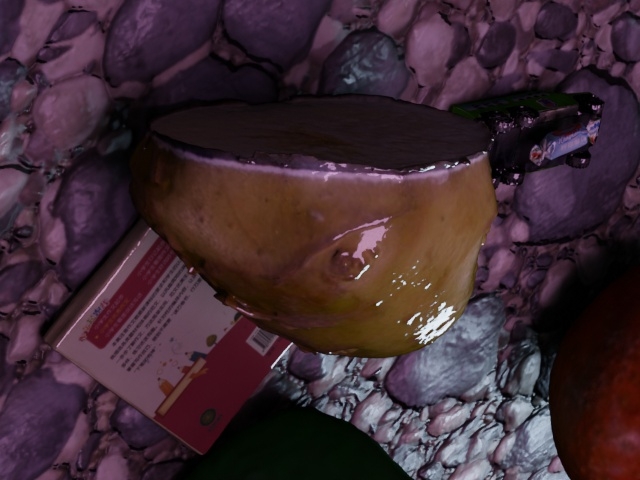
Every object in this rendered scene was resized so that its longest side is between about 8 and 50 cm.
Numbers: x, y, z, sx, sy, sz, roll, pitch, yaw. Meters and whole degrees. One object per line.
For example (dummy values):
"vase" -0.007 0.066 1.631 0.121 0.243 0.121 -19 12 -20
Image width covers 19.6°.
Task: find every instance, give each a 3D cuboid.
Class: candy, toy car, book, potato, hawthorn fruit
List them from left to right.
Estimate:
"book" -0.113 0.072 1.552 0.162 0.022 0.232 -52 139 -6
"potato" 0.000 0.000 1.433 0.300 0.246 0.196 -7 108 -44
"toy car" 0.185 -0.097 1.678 0.165 0.062 0.071 -13 126 -36
"candy" 0.218 -0.087 1.649 0.083 0.020 0.030 -25 131 -28
"hawthorn fruit" 0.364 0.150 1.883 0.284 0.284 0.284 -23 131 -30

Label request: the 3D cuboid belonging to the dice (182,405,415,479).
"dice" 0.016 0.345 1.654 0.287 0.300 0.297 -43 138 -8
